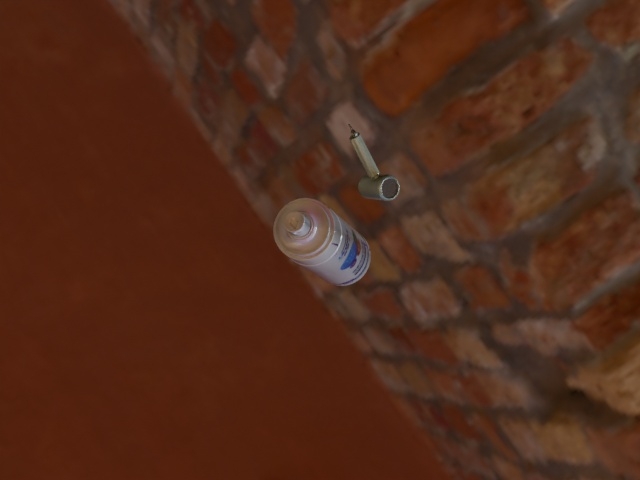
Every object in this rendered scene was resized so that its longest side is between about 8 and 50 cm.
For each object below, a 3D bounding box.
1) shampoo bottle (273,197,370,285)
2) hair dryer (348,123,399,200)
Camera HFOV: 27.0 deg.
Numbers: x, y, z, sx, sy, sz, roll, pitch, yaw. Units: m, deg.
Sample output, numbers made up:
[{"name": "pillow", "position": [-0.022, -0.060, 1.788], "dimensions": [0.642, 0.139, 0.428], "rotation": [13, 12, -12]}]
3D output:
[{"name": "shampoo bottle", "position": [0.000, 0.000, 1.889], "dimensions": [0.092, 0.092, 0.303], "rotation": [-36, 164, 4]}, {"name": "hair dryer", "position": [0.065, -0.114, 1.931], "dimensions": [0.038, 0.124, 0.063], "rotation": [-37, -160, -22]}]
